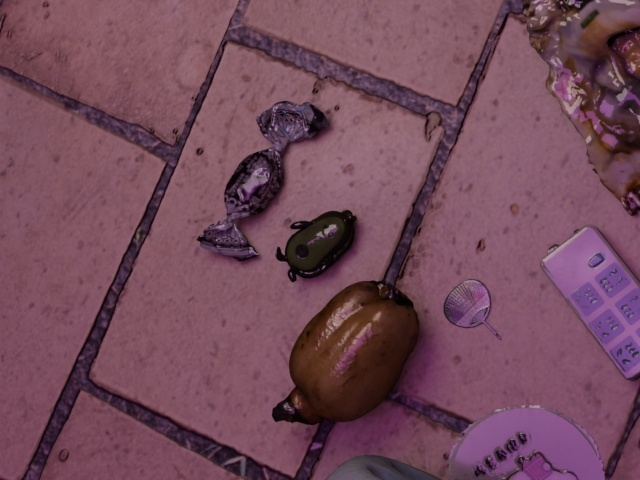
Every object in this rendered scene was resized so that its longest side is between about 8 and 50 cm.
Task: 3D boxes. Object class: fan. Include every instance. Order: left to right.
[{"bbox_3d":[0.179,0.088,1.818,0.060,0.003,0.080,-18,78,16],"label":"fan"},{"bbox_3d":[0.279,0.338,1.752,0.190,0.009,0.329,-39,73,10],"label":"fan"}]

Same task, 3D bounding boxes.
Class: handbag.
[{"bbox_3d":[0.000,0.000,1.865,0.111,0.047,0.072,-38,75,13],"label":"handbag"}]

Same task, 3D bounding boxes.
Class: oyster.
[{"bbox_3d":[0.375,-0.190,1.745,0.201,0.107,0.355,-32,86,33],"label":"oyster"}]

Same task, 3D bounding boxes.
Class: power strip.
[{"bbox_3d":[0.336,0.071,1.751,0.081,0.035,0.192,-38,74,11],"label":"power strip"}]

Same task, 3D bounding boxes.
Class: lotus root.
[{"bbox_3d":[0.030,0.144,1.803,0.221,0.118,0.125,-54,39,9],"label":"lotus root"}]

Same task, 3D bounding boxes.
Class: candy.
[{"bbox_3d":[-0.073,-0.076,1.897,0.094,0.051,0.226,33,95,16],"label":"candy"}]

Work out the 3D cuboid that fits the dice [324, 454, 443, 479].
[{"bbox_3d":[0.094,0.406,1.669,0.268,0.264,0.263,26,93,20],"label":"dice"}]
